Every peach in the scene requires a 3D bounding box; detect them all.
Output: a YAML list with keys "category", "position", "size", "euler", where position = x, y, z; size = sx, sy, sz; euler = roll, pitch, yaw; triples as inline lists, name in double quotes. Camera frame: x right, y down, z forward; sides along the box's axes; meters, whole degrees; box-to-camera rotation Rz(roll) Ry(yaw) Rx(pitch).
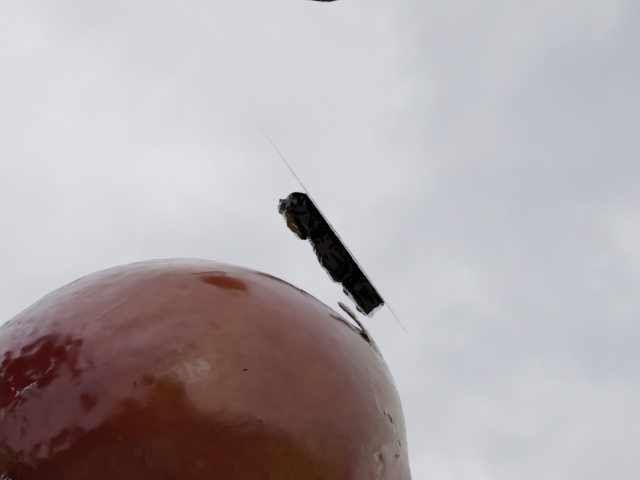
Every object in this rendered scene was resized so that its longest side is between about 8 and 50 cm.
- category: "peach"
  position: [-0.119, 0.177, 1.317]
  size: [0.370, 0.370, 0.370]
  euler: [-2, -50, -2]

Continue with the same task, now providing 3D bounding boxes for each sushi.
- category: "sushi"
  position: [0.000, 0.000, 1.596]
  size: [0.031, 0.139, 0.201]
  euler: [-35, -56, 1]

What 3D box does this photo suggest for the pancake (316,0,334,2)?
- category: "pancake"
  position: [-0.023, -0.254, 1.484]
  size: [0.152, 0.025, 0.151]
  euler: [16, -48, 18]
